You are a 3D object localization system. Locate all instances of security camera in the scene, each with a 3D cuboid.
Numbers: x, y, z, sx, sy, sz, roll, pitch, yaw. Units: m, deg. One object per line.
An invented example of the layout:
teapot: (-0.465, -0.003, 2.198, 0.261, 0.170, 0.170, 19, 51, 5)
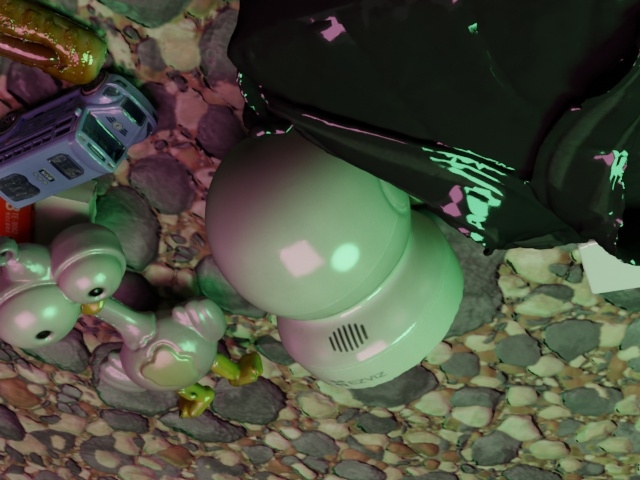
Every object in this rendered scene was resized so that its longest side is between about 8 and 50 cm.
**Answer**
security camera: (0.000, 0.000, 1.143, 0.195, 0.194, 0.236, -20, 130, 29)

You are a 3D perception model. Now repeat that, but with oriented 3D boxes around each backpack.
backpack: (0.159, -0.125, 0.916, 0.363, 0.254, 0.446, -11, 153, 33)

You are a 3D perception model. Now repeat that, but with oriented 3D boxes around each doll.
doll: (-0.212, 0.081, 1.302, 0.160, 0.094, 0.365, -33, 142, 17)

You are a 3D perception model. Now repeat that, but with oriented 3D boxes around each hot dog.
hot dog: (-0.288, -0.188, 1.072, 0.216, 0.047, 0.066, 21, 135, -15)

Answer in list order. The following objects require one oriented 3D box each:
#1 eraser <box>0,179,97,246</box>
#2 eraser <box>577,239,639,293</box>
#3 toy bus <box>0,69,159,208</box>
eraser: (-0.348, -0.022, 1.283, 0.230, 0.038, 0.157, 12, 139, -4)
eraser: (0.387, -0.022, 1.137, 0.298, 0.076, 0.078, -9, 138, 19)
toy bus: (-0.232, -0.090, 1.156, 0.167, 0.076, 0.073, -19, 133, 29)
